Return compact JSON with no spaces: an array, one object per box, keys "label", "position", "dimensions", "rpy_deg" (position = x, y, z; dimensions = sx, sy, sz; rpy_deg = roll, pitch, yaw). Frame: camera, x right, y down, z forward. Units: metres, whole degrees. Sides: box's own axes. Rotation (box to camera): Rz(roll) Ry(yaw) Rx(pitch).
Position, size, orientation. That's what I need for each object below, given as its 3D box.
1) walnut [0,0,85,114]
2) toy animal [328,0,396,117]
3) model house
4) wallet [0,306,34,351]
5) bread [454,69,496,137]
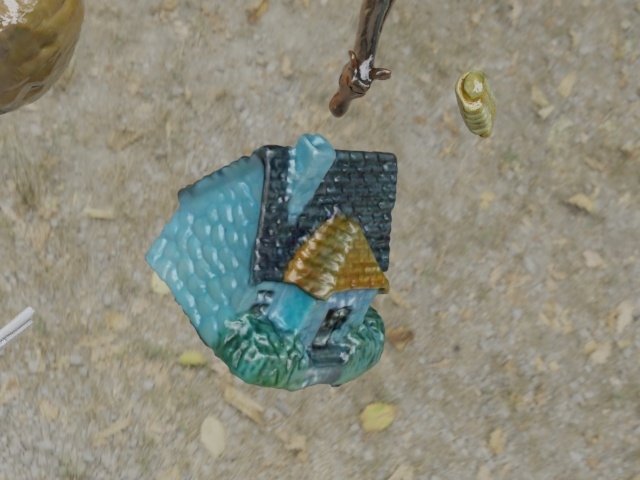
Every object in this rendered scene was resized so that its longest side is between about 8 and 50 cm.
[{"label":"walnut","position":[-0.322,-0.201,1.104],"dimensions":[0.204,0.238,0.141],"rpy_deg":[5,30,-35]},{"label":"toy animal","position":[0.050,-0.195,0.819],"dimensions":[0.066,0.230,0.224],"rpy_deg":[27,96,-13]},{"label":"model house","position":[0.000,0.000,1.263],"dimensions":[0.261,0.241,0.226],"rpy_deg":[-5,45,-52]},{"label":"wallet","position":[-0.426,0.133,1.503],"dimensions":[0.025,0.061,0.122],"rpy_deg":[45,39,1]},{"label":"bread","position":[0.150,-0.133,1.114],"dimensions":[0.033,0.088,0.049],"rpy_deg":[1,77,17]}]
